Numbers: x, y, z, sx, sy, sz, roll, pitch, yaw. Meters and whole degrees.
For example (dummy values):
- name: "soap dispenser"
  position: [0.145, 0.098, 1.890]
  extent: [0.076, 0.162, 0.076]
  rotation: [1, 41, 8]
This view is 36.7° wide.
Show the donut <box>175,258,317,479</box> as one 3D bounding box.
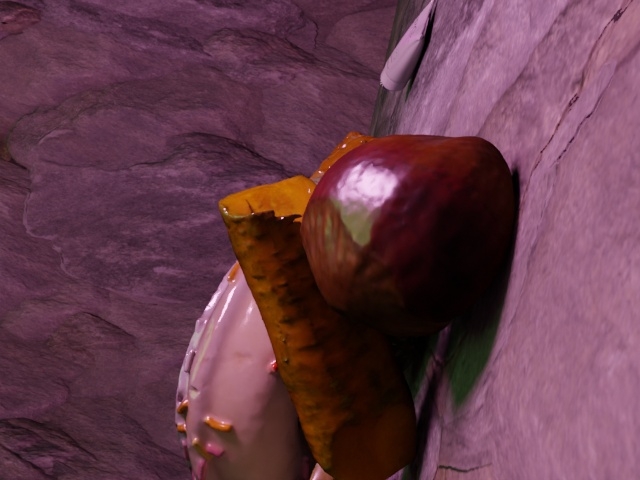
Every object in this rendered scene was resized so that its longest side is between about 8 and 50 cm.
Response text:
- name: "donut"
  position: [-0.035, 0.182, 1.264]
  extent: [0.382, 0.142, 0.383]
  rotation: [-36, -47, -52]

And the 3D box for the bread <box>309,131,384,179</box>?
- name: "bread"
  position: [0.000, 0.000, 1.478]
  extent: [0.380, 0.109, 0.185]
  rotation: [-51, -31, -28]

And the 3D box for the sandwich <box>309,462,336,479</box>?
- name: "sandwich"
  position: [0.000, 0.401, 1.069]
  extent: [0.301, 0.099, 0.271]
  rotation: [99, -173, -52]

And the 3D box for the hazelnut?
- name: "hazelnut"
  position: [0.076, -0.002, 0.793]
  extent: [0.201, 0.160, 0.170]
  rotation: [8, 100, 52]

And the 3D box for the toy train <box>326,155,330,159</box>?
- name: "toy train"
  position: [0.087, -0.068, 1.879]
  extent: [0.307, 0.126, 0.189]
  rotation: [108, 142, -74]

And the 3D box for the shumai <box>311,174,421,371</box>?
- name: "shumai"
  position: [0.036, 0.016, 1.044]
  extent: [0.218, 0.189, 0.256]
  rotation: [109, 161, -67]

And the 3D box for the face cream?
- name: "face cream"
  position: [0.171, -0.364, 1.852]
  extent: [0.244, 0.058, 0.092]
  rotation: [121, 167, -66]

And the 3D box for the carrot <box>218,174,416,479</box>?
- name: "carrot"
  position: [0.004, 0.086, 0.919]
  extent: [0.114, 0.114, 0.302]
  rotation: [-84, -27, -79]
